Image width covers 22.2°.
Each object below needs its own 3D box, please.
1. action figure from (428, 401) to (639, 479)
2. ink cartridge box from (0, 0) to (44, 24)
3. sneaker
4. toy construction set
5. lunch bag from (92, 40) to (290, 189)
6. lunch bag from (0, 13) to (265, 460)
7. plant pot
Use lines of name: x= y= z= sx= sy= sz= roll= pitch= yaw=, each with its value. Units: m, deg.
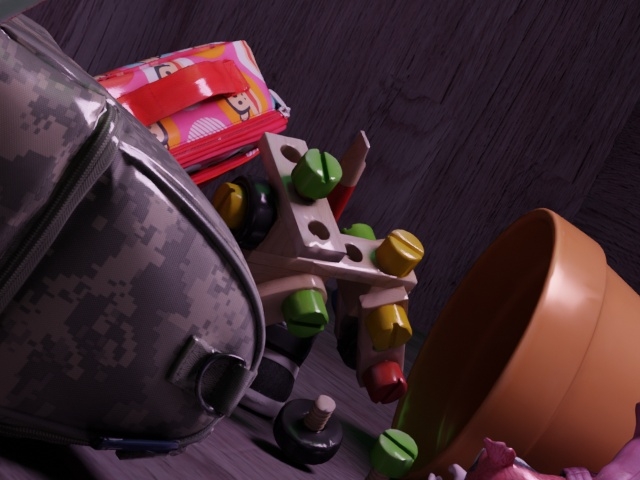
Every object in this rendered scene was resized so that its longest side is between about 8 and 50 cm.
action figure: x=0.246 y=0.256 z=1.313 sx=0.370 sy=0.248 sz=0.276 roll=20 pitch=41 yaw=-32
ink cartridge box: x=-0.334 y=-0.124 z=0.946 sx=0.385 sy=0.308 sz=0.091 roll=44 pitch=-19 yaw=45
sneaker: x=-0.042 y=0.094 z=1.576 sx=0.079 sy=0.121 sz=0.217 roll=28 pitch=2 yaw=-10
toy construction set: x=0.000 y=0.000 z=1.377 sx=0.257 sy=0.237 sz=0.309 roll=22 pitch=36 yaw=-8
lunch bag: x=-0.169 y=-0.077 z=1.341 sx=0.293 sy=0.258 sz=0.120 roll=-27 pitch=90 yaw=-52
lunch bag: x=-0.181 y=-0.008 z=1.002 sx=0.256 sy=0.212 sz=0.305 roll=33 pitch=2 yaw=-26
plant pot: x=0.222 y=0.144 z=1.547 sx=0.203 sy=0.291 sz=0.291 roll=30 pitch=2 yaw=-10
